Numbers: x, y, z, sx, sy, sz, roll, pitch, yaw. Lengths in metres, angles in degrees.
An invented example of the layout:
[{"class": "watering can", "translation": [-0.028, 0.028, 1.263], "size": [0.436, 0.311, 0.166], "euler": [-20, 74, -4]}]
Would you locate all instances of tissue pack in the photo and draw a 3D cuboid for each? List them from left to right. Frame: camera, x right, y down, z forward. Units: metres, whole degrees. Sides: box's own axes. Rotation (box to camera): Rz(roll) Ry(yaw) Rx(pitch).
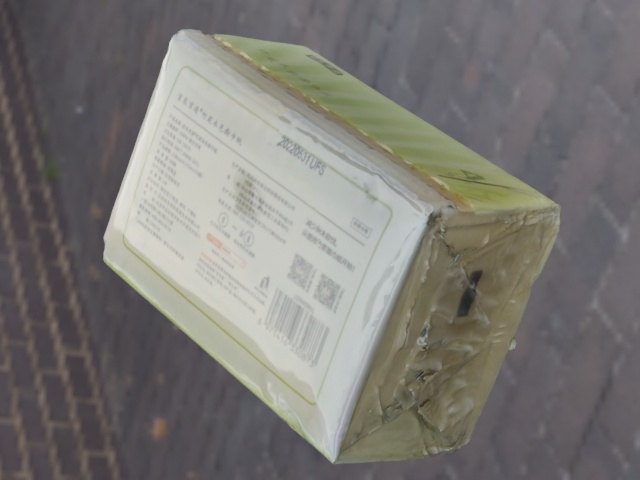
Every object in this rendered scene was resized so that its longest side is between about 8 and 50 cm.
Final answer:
[{"class": "tissue pack", "translation": [0.000, 0.000, 0.962], "size": [0.234, 0.125, 0.159], "euler": [36, 115, 40]}]
